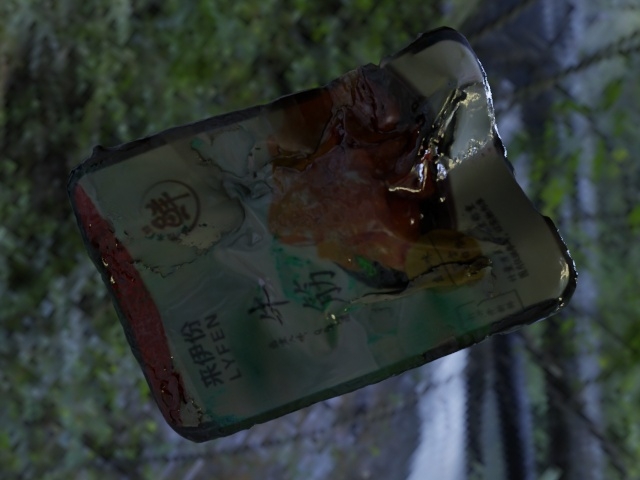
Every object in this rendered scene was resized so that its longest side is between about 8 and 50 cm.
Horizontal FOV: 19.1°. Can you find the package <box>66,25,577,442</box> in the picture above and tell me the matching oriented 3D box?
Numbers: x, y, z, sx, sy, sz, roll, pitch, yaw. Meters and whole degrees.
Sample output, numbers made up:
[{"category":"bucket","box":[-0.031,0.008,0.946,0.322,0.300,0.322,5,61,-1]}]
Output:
[{"category":"package","box":[0.000,0.000,0.955,0.040,0.232,0.166,-65,136,-76]}]
